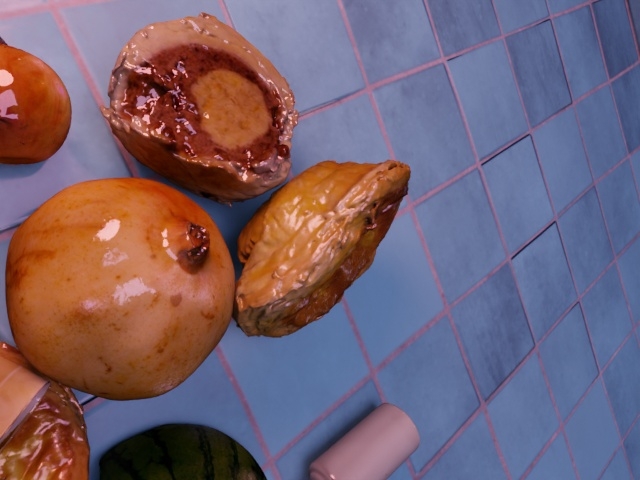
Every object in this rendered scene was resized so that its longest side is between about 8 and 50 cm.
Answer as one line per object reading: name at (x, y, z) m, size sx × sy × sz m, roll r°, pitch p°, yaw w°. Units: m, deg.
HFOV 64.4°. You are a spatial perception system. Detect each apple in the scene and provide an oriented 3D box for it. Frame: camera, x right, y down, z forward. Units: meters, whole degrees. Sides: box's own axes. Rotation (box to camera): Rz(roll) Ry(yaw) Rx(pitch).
apple at (-0.363, -0.148, 0.579) m, size 0.146 × 0.146 × 0.147 m, roll 2°, pitch 86°, yaw -36°

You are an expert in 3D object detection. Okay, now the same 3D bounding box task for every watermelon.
watermelon at (-0.178, 0.432, 0.666) m, size 0.330 × 0.189 × 0.331 m, roll 0°, pitch 91°, yaw -30°

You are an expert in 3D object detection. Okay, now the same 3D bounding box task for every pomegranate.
pomegranate at (-0.224, 0.054, 0.593) m, size 0.264 × 0.264 × 0.265 m, roll 2°, pitch 86°, yaw -36°

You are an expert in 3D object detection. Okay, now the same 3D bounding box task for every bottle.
bottle at (0.060, 0.392, 0.882) m, size 0.245 × 0.104 × 0.104 m, roll -29°, pitch 104°, yaw -34°

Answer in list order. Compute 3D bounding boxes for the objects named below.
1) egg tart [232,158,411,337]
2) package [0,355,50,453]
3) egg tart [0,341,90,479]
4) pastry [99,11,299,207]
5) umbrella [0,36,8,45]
egg tart at (0.000, 0.000, 0.784) m, size 0.153 × 0.339 × 0.351 m, roll 41°, pitch 87°, yaw 16°
package at (-0.432, 0.127, 0.420) m, size 0.311 × 0.165 × 0.221 m, roll 33°, pitch 51°, yaw -8°
egg tart at (-0.405, 0.247, 0.546) m, size 0.297 × 0.132 × 0.297 m, roll 15°, pitch 61°, yaw -28°
pastry at (-0.166, -0.171, 0.718) m, size 0.255 × 0.170 × 0.237 m, roll 25°, pitch 53°, yaw -24°
umbrella at (-0.421, -0.264, 0.608) m, size 0.144 × 0.040 × 0.037 m, roll 55°, pitch 26°, yaw -19°
